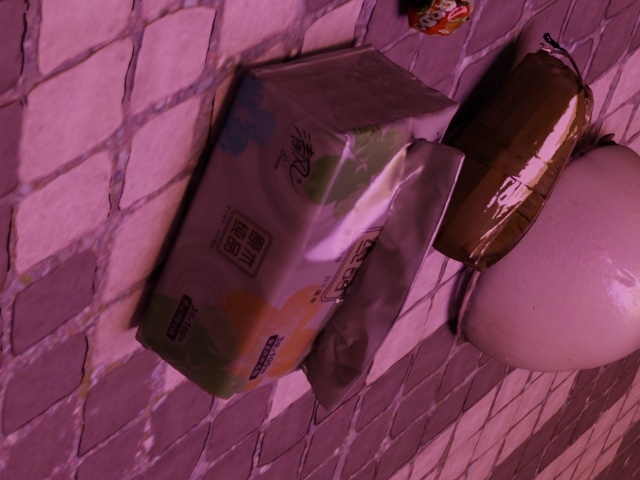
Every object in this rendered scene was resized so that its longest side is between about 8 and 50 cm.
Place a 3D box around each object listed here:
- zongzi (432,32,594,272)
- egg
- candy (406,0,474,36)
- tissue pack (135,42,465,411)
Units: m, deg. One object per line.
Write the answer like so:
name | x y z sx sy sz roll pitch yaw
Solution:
zongzi | 0.174 -0.064 1.642 0.205 0.094 0.204 -54 163 1
egg | 0.278 0.045 1.912 0.264 0.174 0.286 -47 162 -5
candy | 0.121 -0.196 1.415 0.055 0.049 0.184 -32 -178 38
tissue pack | 0.000 0.000 1.308 0.159 0.145 0.229 -19 140 -54
